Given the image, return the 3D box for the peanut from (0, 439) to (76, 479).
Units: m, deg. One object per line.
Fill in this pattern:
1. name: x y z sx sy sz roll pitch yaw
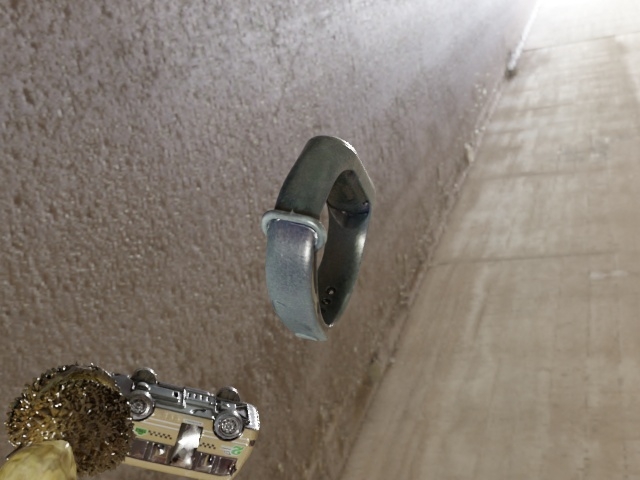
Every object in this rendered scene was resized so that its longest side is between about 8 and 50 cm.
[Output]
1. peanut: -0.364 0.328 0.856 0.098 0.103 0.229 46 71 -36

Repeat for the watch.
1. watch: 0.000 0.000 0.793 0.206 0.068 0.193 57 47 -65

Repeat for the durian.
1. durian: -0.381 0.280 1.122 0.196 0.196 0.167 -45 120 -62

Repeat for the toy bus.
1. toy bus: -0.265 0.343 1.358 0.139 0.289 0.157 -130 -124 -75
